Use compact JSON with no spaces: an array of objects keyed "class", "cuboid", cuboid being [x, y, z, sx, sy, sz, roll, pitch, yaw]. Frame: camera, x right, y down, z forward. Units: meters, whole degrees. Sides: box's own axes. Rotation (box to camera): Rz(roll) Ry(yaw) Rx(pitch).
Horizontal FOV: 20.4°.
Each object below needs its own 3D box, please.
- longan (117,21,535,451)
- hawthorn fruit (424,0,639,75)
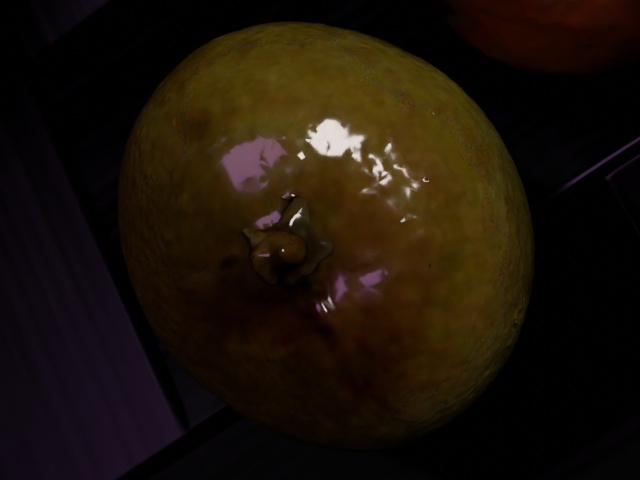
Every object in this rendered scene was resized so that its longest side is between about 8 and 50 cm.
[{"class":"longan","cuboid":[0.000,0.000,0.626,0.154,0.176,0.145,20,103,4]},{"class":"hawthorn fruit","cuboid":[0.016,-0.145,0.617,0.285,0.165,0.165,2,70,-19]}]
